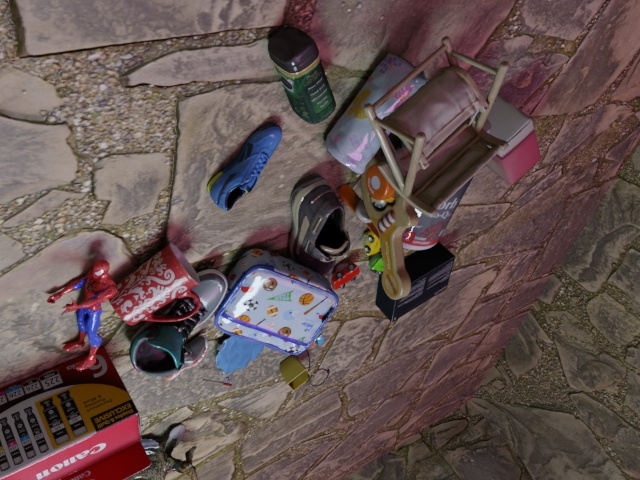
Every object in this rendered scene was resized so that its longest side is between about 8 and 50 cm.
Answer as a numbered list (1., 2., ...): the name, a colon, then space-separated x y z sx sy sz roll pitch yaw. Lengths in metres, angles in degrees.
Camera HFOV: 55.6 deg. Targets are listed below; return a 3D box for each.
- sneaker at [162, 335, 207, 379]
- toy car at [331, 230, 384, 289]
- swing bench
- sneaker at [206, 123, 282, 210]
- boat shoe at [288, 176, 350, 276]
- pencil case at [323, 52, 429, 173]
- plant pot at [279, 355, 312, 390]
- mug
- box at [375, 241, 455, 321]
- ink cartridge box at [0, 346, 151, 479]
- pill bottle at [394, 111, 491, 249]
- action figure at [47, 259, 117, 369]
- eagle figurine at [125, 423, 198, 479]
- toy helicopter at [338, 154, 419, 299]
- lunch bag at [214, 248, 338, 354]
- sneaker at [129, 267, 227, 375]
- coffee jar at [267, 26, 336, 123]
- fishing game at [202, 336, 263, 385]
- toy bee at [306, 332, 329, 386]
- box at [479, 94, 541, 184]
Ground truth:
1. sneaker: -0.365 0.305 1.590 0.158 0.061 0.065 -41 142 -2
2. toy car: 0.148 0.058 1.852 0.239 0.053 0.225 -51 148 15
3. swing bench: 0.251 -0.233 1.277 0.253 0.165 0.255 -42 145 -15
4. sneaker: -0.143 -0.148 1.265 0.209 0.082 0.069 -46 146 4
5. boat shoe: 0.000 0.000 1.548 0.132 0.130 0.355 -31 147 -17
6. pencil case: 0.125 -0.281 1.360 0.124 0.113 0.273 20 113 -42
7. plant pot: -0.091 0.433 2.015 0.081 0.083 0.081 -37 149 -8
8. mug: -0.349 0.111 1.296 0.169 0.150 0.113 -35 162 -3
9. box: 0.325 0.140 2.097 0.261 0.103 0.184 -27 142 -23
10. ink cartridge box: -0.561 0.421 1.315 0.309 0.272 0.130 -22 143 -30
11. pill bottle: 0.279 -0.171 1.572 0.210 0.210 0.363 -13 138 -38
12. action figure: -0.497 0.153 1.229 0.139 0.091 0.280 -14 140 -50
13. eagle figurine: -0.523 0.692 1.808 0.298 0.225 0.226 -5 96 -4
14. toy helicopter: 0.156 -0.031 1.493 0.140 0.235 0.355 -13 99 -32
15. lunch bag: -0.114 0.169 1.558 0.303 0.115 0.243 27 108 -30
16. sneaker: -0.326 0.198 1.378 0.295 0.178 0.124 -45 111 6
17. coffee jar: -0.034 -0.316 1.165 0.079 0.096 0.184 -40 149 -8
18. fishing game: -0.233 0.307 1.755 0.264 0.041 0.189 -54 148 3
19. toy bee: -0.071 0.274 1.800 0.195 0.162 0.298 -3 119 -26
20. box: 0.530 -0.289 1.757 0.127 0.148 0.232 -44 147 5
